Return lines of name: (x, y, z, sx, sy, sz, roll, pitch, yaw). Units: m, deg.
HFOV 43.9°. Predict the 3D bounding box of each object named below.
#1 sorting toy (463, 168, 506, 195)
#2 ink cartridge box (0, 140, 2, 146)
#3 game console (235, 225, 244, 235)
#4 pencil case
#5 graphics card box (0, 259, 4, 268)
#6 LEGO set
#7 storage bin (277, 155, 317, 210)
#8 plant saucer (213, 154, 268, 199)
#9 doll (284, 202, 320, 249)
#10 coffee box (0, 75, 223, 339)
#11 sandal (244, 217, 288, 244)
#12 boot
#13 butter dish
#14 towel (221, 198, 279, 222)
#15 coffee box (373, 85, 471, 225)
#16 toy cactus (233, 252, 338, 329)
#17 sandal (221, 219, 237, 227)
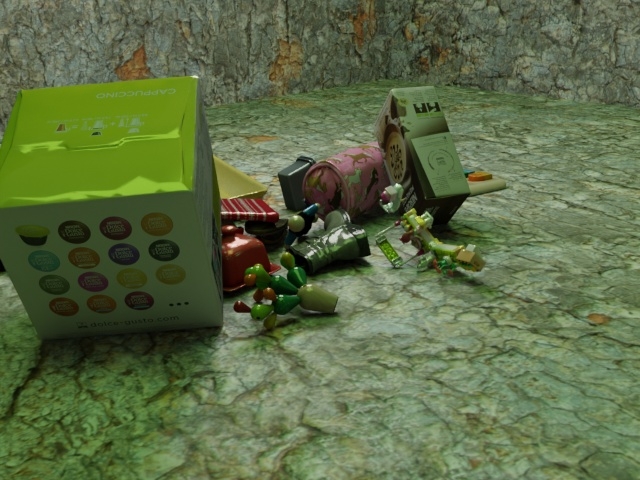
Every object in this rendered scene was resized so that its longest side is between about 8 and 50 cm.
sorting toy: (0.385, -0.169, 2.230, 0.193, 0.038, 0.208, -13, 21, -25)
ink cartridge box: (-0.873, -0.150, 2.141, 0.306, 0.226, 0.131, -11, 19, -17)
game console: (-0.256, 0.015, 1.753, 0.085, 0.124, 0.144, 38, 39, 24)
pencil case: (0.123, -0.156, 2.029, 0.160, 0.167, 0.386, 45, 39, 17)
graphics card box: (-0.798, 0.003, 1.878, 0.371, 0.094, 0.233, -10, 19, -21)
LEGO set: (0.207, 0.014, 1.630, 0.107, 0.132, 0.287, -29, 50, -18)
storage bin: (-0.060, -0.148, 2.130, 0.091, 0.135, 0.098, -27, 28, -30)
plant saucer: (-0.361, -0.123, 2.131, 0.333, 0.081, 0.333, -16, 30, -32)
doll: (-0.045, -0.035, 1.819, 0.046, 0.129, 0.189, 37, 4, 3)
coffee box: (-0.364, -0.062, 1.437, 0.338, 0.334, 0.338, -5, 45, -1)
sandal: (-0.123, -0.021, 1.879, 0.090, 0.060, 0.219, 4, 5, 5)
boot: (0.000, 0.000, 1.757, 0.161, 0.083, 0.246, -17, 18, -11)
butter dish: (-0.187, 0.026, 1.645, 0.160, 0.118, 0.160, 13, 25, 40)
towel: (-0.243, -0.069, 1.833, 0.275, 0.031, 0.199, 1, 11, -15)
coffee box: (0.236, -0.196, 1.891, 0.119, 0.297, 0.168, -8, -23, -16)
toy cactus: (-0.060, 0.101, 1.469, 0.181, 0.112, 0.219, 18, 20, 7)
sandal: (-0.303, -0.012, 1.829, 0.240, 0.088, 0.079, -2, 18, -17)
